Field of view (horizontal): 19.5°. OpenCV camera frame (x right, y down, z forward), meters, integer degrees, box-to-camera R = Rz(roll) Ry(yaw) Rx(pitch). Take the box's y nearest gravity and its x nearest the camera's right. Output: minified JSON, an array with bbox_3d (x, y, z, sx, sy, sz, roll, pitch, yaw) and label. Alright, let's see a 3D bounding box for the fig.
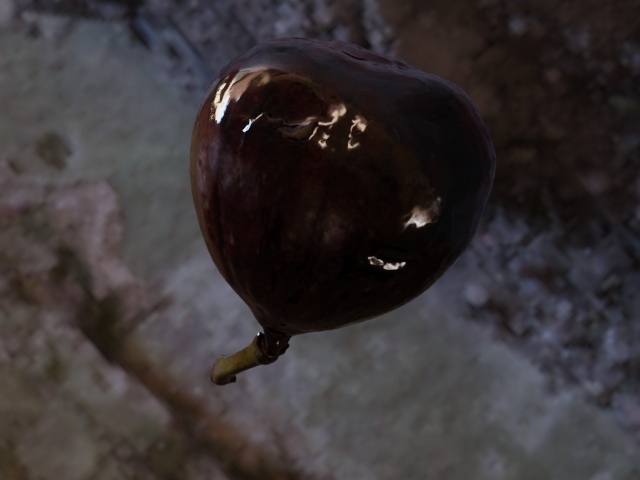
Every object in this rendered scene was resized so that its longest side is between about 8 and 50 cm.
[{"bbox_3d":[-0.004,-0.007,1.229,0.203,0.249,0.186,20,179,23],"label":"fig"}]
